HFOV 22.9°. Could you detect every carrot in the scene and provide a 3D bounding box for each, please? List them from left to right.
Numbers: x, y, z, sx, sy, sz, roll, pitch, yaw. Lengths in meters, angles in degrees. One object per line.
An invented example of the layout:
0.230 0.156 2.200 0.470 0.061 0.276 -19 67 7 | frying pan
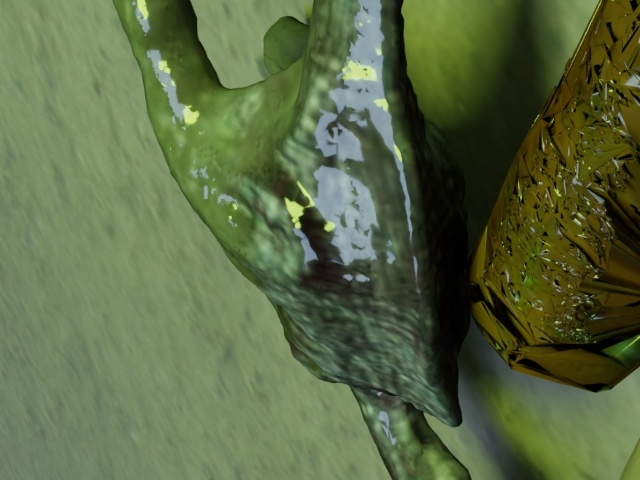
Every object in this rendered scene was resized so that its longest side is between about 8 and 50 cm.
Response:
0.089 -0.036 0.384 0.069 0.069 0.228 48 149 22 | carrot

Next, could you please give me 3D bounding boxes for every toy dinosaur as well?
0.007 -0.003 0.518 0.162 0.077 0.294 47 168 46 | toy dinosaur

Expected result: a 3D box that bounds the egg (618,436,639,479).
0.143 0.172 0.377 0.264 0.174 0.286 39 143 28 | egg
